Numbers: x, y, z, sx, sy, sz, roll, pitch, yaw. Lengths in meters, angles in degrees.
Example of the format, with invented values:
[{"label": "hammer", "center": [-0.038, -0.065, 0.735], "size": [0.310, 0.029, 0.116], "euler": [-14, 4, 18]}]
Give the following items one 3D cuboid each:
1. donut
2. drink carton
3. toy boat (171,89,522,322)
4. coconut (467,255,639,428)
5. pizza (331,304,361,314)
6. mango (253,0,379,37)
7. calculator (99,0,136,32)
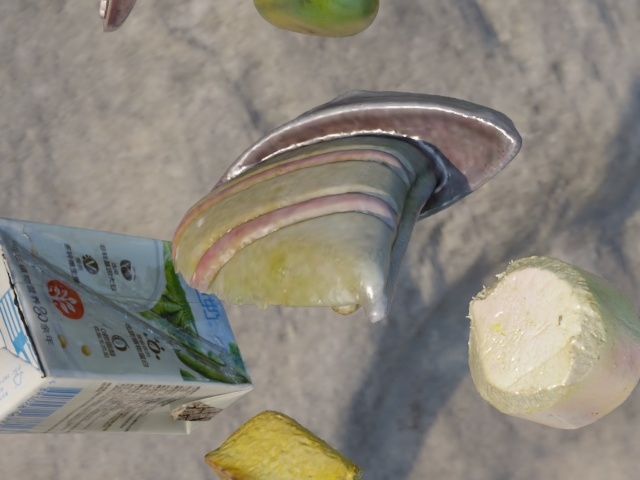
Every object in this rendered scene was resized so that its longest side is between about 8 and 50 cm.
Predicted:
[{"label": "donut", "center": [-0.035, 0.232, 1.633], "size": [0.152, 0.259, 0.101], "euler": [36, 82, 12]}, {"label": "drink carton", "center": [-0.244, 0.099, 1.803], "size": [0.324, 0.132, 0.194], "euler": [8, 54, -51]}, {"label": "toy boat", "center": [-0.005, -0.030, 1.314], "size": [0.293, 0.276, 0.111], "euler": [-38, 116, -49]}, {"label": "coconut", "center": [0.167, 0.073, 1.183], "size": [0.122, 0.116, 0.116], "euler": [27, 63, -56]}, {"label": "pizza", "center": [0.001, 0.000, 1.601], "size": [0.046, 0.175, 0.134], "euler": [-37, 130, 9]}, {"label": "mango", "center": [0.001, -0.280, 1.956], "size": [0.137, 0.237, 0.091], "euler": [10, 98, -25]}, {"label": "calculator", "center": [-0.217, -0.364, 1.905], "size": [0.048, 0.330, 0.220], "euler": [4, 75, -13]}]
